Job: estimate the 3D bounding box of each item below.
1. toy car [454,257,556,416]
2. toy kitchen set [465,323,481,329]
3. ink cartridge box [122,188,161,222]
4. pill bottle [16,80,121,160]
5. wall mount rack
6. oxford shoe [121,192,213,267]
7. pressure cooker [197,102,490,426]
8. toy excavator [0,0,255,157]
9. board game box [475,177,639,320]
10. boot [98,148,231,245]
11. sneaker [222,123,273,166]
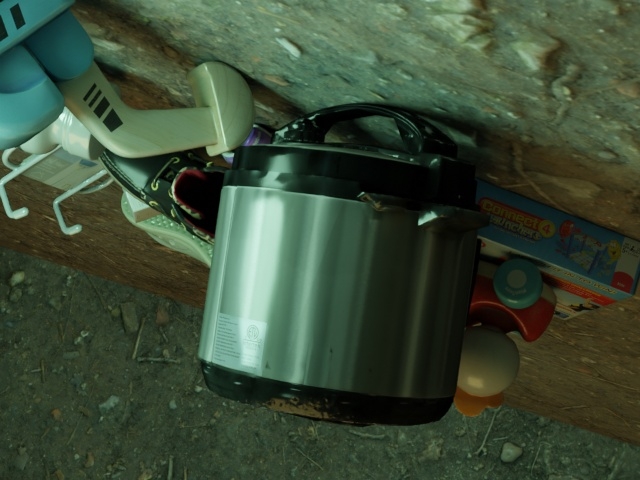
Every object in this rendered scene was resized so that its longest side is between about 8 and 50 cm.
[{"bbox_3d":[0.244,0.155,1.646,0.210,0.238,0.219,16,166,19],"label":"toy car"},{"bbox_3d":[0.291,0.183,2.132,0.207,0.122,0.166,-3,-177,34],"label":"toy kitchen set"},{"bbox_3d":[-0.303,-0.107,1.987,0.143,0.092,0.090,-21,170,-11],"label":"ink cartridge box"},{"bbox_3d":[-0.491,-0.242,1.669,0.318,0.176,0.176,20,167,3],"label":"pill bottle"},{"bbox_3d":[-0.459,-0.130,2.096,0.304,0.130,0.350,-29,163,12],"label":"wall mount rack"},{"bbox_3d":[-0.220,-0.013,2.221,0.449,0.169,0.130,23,166,22],"label":"oxford shoe"},{"bbox_3d":[0.035,0.020,1.429,0.369,0.420,0.375,7,179,4],"label":"pressure cooker"},{"bbox_3d":[-0.363,-0.215,1.412,0.445,0.433,0.222,55,156,-15],"label":"toy excavator"},{"bbox_3d":[0.325,0.021,1.705,0.308,0.086,0.302,21,167,-3],"label":"board game box"},{"bbox_3d":[-0.229,-0.090,1.799,0.377,0.138,0.284,39,174,-4],"label":"boot"},{"bbox_3d":[-0.046,-0.116,1.687,0.282,0.102,0.161,11,161,34],"label":"sneaker"}]
